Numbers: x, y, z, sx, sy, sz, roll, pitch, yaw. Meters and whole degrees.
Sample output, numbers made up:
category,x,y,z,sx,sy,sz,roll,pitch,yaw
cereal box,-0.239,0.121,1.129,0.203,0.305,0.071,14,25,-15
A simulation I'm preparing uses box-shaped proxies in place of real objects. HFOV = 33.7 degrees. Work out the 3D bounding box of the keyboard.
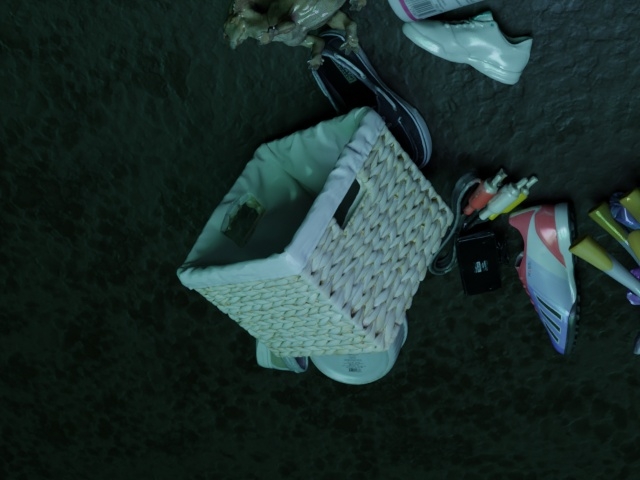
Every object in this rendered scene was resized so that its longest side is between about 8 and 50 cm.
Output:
category,x,y,z,sx,sy,sz,roll,pitch,yaw
keyboard,0.305,0.033,1.973,0.100,0.038,0.192,-11,144,6

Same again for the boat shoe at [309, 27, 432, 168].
category,x,y,z,sx,sy,sz,roll,pitch,yaw
boat shoe,0.084,-0.222,1.805,0.108,0.102,0.301,-24,118,28

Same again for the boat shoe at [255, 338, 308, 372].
category,x,y,z,sx,sy,sz,roll,pitch,yaw
boat shoe,-0.070,0.147,2.115,0.103,0.118,0.320,15,133,12

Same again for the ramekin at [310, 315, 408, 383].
category,x,y,z,sx,sy,sz,roll,pitch,yaw
ramekin,0.068,0.193,2.125,0.207,0.109,0.207,7,128,9

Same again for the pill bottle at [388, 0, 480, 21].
category,x,y,z,sx,sy,sz,roll,pitch,yaw
pill bottle,0.235,-0.437,1.564,0.283,0.160,0.160,-13,123,22

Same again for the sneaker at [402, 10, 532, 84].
category,x,y,z,sx,sy,sz,roll,pitch,yaw
sneaker,0.240,-0.333,1.709,0.212,0.080,0.094,19,118,-9

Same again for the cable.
category,x,y,z,sx,sy,sz,roll,pitch,yaw
cable,0.264,-0.027,1.910,0.139,0.072,0.287,4,134,-37

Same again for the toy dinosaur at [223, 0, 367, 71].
category,x,y,z,sx,sy,sz,roll,pitch,yaw
toy dinosaur,-0.027,-0.389,1.701,0.295,0.200,0.127,-24,145,2

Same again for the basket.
category,x,y,z,sx,sy,sz,roll,pitch,yaw
basket,0.000,0.000,1.793,0.266,0.328,0.331,43,149,-24

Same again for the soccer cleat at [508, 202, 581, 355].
category,x,y,z,sx,sy,sz,roll,pitch,yaw
soccer cleat,0.418,0.074,1.948,0.116,0.109,0.318,-2,122,17

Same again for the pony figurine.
category,x,y,z,sx,sy,sz,roll,pitch,yaw
pony figurine,0.597,0.082,1.794,0.303,0.351,0.363,-38,91,30
